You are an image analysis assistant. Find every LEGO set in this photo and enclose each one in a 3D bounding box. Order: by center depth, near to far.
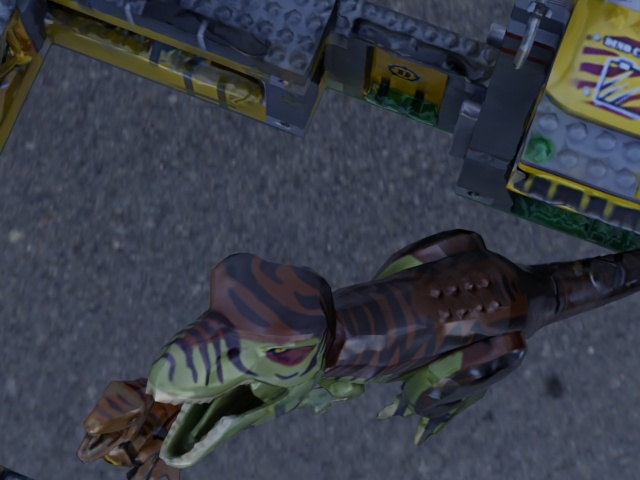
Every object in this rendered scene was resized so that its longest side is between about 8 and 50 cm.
[{"bbox_3d":[0.000,0.000,0.368,0.331,0.192,0.255,28,77,7],"label":"LEGO set"}]
